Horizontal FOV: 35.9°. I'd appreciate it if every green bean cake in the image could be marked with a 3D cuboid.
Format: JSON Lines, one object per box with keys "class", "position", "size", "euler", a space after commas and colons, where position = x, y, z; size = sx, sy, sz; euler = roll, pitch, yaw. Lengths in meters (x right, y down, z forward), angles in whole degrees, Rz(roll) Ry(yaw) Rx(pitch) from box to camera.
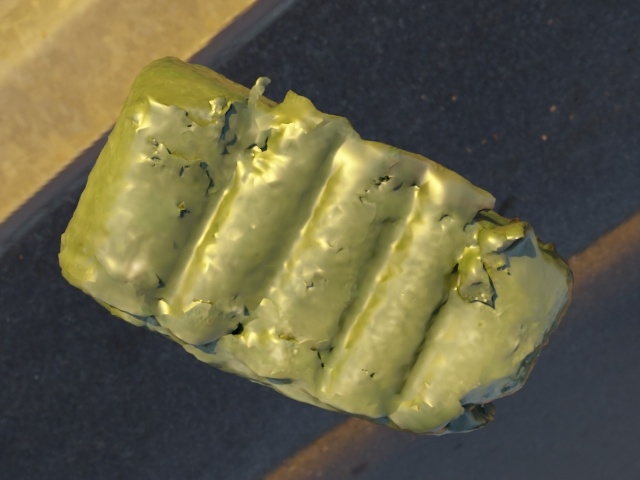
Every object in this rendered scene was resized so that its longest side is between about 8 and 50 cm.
{"class": "green bean cake", "position": [0.000, 0.000, 0.496], "size": [0.227, 0.222, 0.124], "euler": [21, 95, -8]}
